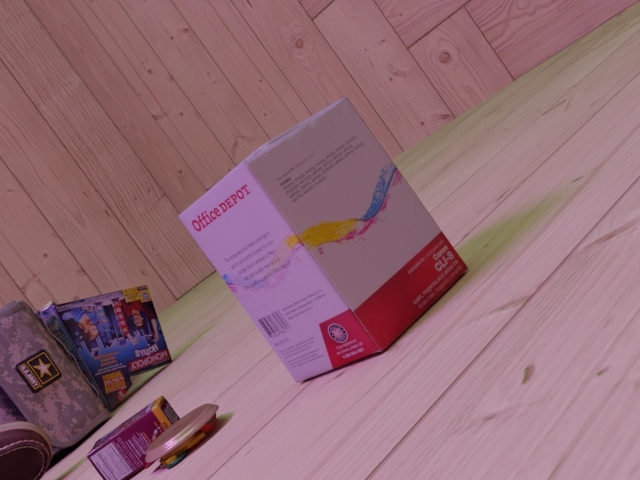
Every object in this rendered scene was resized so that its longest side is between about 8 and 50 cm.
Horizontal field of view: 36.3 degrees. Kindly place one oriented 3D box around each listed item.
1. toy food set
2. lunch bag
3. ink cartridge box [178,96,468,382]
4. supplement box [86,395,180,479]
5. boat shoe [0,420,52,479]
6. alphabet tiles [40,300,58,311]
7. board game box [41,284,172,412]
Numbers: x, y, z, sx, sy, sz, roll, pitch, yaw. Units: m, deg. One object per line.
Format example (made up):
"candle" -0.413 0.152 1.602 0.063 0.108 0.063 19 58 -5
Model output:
"toy food set" -0.124 0.177 0.880 0.083 0.020 0.083 -37 5 -23
"lunch bag" -0.492 0.254 1.472 0.287 0.235 0.169 -38 -1 -22
"ink cartridge box" 0.000 0.000 0.795 0.127 0.176 0.128 -39 6 -36
"supplement box" -0.177 0.194 0.945 0.083 0.043 0.055 -35 4 -1
"boat shoe" -0.463 0.352 1.162 0.342 0.123 0.123 -32 32 -21
"alphabet tiles" -0.514 0.250 1.704 0.285 0.011 0.342 -44 -32 -6
"board game box" -0.354 0.189 1.646 0.194 0.194 0.060 -12 -9 -47
